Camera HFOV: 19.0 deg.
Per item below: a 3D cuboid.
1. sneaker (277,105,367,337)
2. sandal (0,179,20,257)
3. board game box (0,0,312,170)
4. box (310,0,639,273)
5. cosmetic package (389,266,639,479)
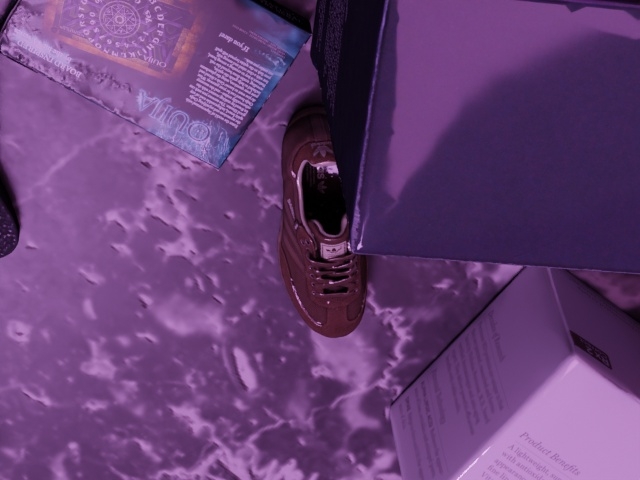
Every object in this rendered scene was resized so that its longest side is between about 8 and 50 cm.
[{"bbox_3d":[0.000,0.000,1.389,0.066,0.071,0.188,-9,119,-1],"label":"sneaker"},{"bbox_3d":[-0.257,-0.061,1.357,0.067,0.040,0.179,-6,134,5],"label":"sandal"},{"bbox_3d":[-0.117,-0.142,1.326,0.186,0.026,0.126,28,113,-19],"label":"board game box"},{"bbox_3d":[0.159,-0.123,1.210,0.296,0.294,0.183,4,118,-8],"label":"box"},{"bbox_3d":[0.171,0.143,1.438,0.151,0.151,0.184,35,111,-22],"label":"cosmetic package"}]
